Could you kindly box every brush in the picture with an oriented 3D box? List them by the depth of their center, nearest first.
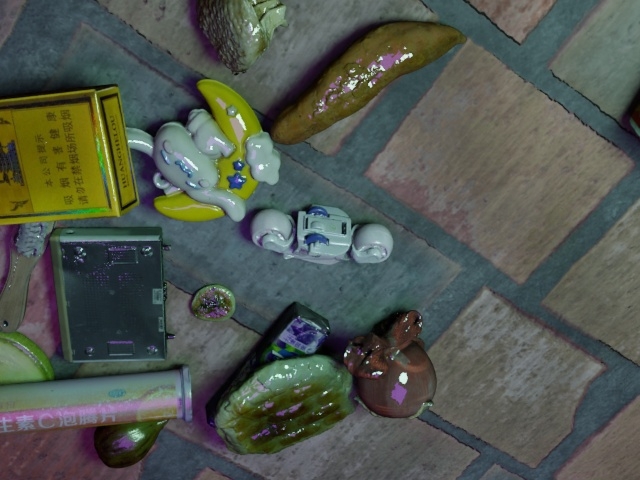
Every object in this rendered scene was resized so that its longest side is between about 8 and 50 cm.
[{"bbox_3d":[-0.516,0.037,1.410,0.069,0.065,0.328,17,116,-17],"label":"brush"}]

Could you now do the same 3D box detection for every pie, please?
[{"bbox_3d":[-0.198,0.118,1.503,0.084,0.021,0.084,-3,118,-5],"label":"pie"},{"bbox_3d":[-0.064,0.319,1.542,0.306,0.071,0.306,-15,136,-15],"label":"pie"}]

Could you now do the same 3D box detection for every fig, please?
[{"bbox_3d":[-0.364,0.379,1.585,0.154,0.103,0.109,-18,155,-7],"label":"fig"}]

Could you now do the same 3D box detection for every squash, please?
[{"bbox_3d":[-0.614,0.264,1.530,0.219,0.041,0.219,-2,117,-5],"label":"squash"}]

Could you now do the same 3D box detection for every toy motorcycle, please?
[{"bbox_3d":[0.000,0.000,1.427,0.254,0.112,0.113,8,117,-9],"label":"toy motorcycle"}]

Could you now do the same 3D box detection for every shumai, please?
[{"bbox_3d":[-0.109,-0.331,1.233,0.116,0.145,0.146,-29,124,-32],"label":"shumai"}]

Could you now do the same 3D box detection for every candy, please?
[{"bbox_3d":[-0.106,0.254,1.561,0.088,0.061,0.312,31,111,-22],"label":"candy"}]

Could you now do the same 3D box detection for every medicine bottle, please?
[{"bbox_3d":[-0.453,0.302,1.496,0.425,0.108,0.108,-4,118,-12],"label":"medicine bottle"}]

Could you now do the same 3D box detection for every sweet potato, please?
[{"bbox_3d":[0.066,-0.267,1.283,0.354,0.095,0.106,-30,142,2],"label":"sweet potato"}]

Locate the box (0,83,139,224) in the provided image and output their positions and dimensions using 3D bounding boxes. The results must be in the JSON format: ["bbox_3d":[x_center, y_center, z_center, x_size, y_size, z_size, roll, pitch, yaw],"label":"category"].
[{"bbox_3d":[-0.446,-0.128,1.255,0.301,0.084,0.193,-3,105,14],"label":"box"}]

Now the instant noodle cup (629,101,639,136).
[{"bbox_3d":[0.668,-0.250,1.270,0.293,0.294,0.308,20,121,-15],"label":"instant noodle cup"}]

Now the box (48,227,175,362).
[{"bbox_3d":[-0.369,0.103,1.462,0.210,0.045,0.270,1,118,-8],"label":"box"}]

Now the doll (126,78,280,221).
[{"bbox_3d":[-0.198,-0.133,1.319,0.237,0.111,0.252,-34,117,14],"label":"doll"}]

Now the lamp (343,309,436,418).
[{"bbox_3d":[0.125,0.247,1.516,0.151,0.215,0.223,-15,102,39],"label":"lamp"}]
